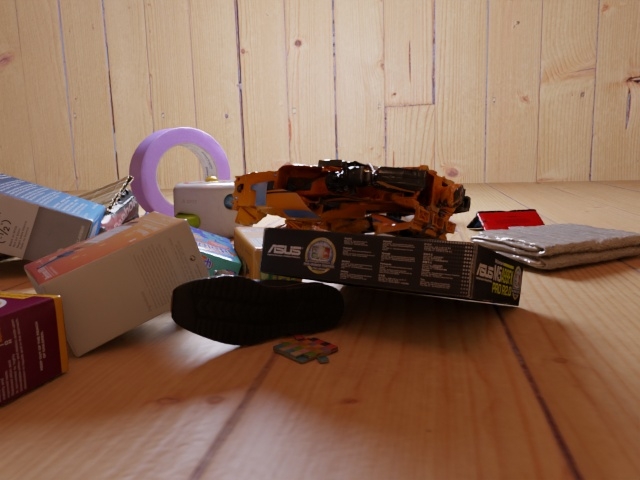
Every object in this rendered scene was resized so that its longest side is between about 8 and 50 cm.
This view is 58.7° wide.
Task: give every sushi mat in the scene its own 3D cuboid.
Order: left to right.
[{"bbox_3d":[-0.603,-0.071,1.352,0.317,0.019,0.151,-15,35,17],"label":"sushi mat"}]

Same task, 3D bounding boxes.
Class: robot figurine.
[{"bbox_3d":[0.041,-0.045,0.726,0.291,0.084,0.211,3,-6,36],"label":"robot figurine"}]

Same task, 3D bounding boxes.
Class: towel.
[{"bbox_3d":[0.433,0.008,1.032,0.283,0.049,0.187,-5,11,-25],"label":"towel"}]

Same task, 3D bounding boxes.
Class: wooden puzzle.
[{"bbox_3d":[-0.016,0.114,0.599,0.049,0.006,0.083,-10,12,-39],"label":"wooden puzzle"}]

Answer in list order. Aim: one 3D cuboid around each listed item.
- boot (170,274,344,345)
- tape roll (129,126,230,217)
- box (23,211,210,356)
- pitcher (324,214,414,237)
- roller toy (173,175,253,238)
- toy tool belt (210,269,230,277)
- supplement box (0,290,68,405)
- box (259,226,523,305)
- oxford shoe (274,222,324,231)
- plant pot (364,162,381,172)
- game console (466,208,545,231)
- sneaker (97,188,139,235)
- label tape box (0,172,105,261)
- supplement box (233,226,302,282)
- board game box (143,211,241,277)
[{"bbox_3d":[-0.090,0.076,0.685,0.198,0.076,0.137,8,0,-27],"label":"boot"},{"bbox_3d":[-0.399,-0.184,1.634,0.275,0.274,0.090,-9,13,-38],"label":"tape roll"},{"bbox_3d":[-0.239,0.042,0.675,0.171,0.090,0.130,-28,22,-28],"label":"box"},{"bbox_3d":[0.079,-0.018,0.986,0.178,0.125,0.207,22,15,33],"label":"pitcher"},{"bbox_3d":[-0.265,-0.086,1.412,0.191,0.146,0.209,-3,9,-9],"label":"roller toy"},{"bbox_3d":[-0.145,0.076,0.755,0.083,0.052,0.051,-16,48,-44],"label":"toy tool belt"},{"bbox_3d":[-0.326,0.105,0.485,0.104,0.080,0.188,2,10,18],"label":"supplement box"},{"bbox_3d":[0.095,0.035,0.720,0.270,0.060,0.216,4,-6,33],"label":"box"},{"bbox_3d":[0.000,0.000,1.089,0.213,0.076,0.076,-1,19,3],"label":"oxford shoe"},{"bbox_3d":[0.193,-0.116,1.516,0.165,0.166,0.167,4,8,-15],"label":"plant pot"},{"bbox_3d":[0.432,-0.026,1.328,0.144,0.085,0.124,-3,41,-4],"label":"game console"},{"bbox_3d":[-0.520,-0.069,1.399,0.098,0.134,0.276,1,11,2],"label":"sneaker"},{"bbox_3d":[-0.609,-0.058,1.082,0.348,0.115,0.249,17,5,-18],"label":"label tape box"},{"bbox_3d":[-0.089,0.030,0.904,0.080,0.077,0.233,-1,10,-13],"label":"supplement box"},{"bbox_3d":[-0.223,0.012,0.941,0.160,0.047,0.210,19,6,-18],"label":"board game box"}]
